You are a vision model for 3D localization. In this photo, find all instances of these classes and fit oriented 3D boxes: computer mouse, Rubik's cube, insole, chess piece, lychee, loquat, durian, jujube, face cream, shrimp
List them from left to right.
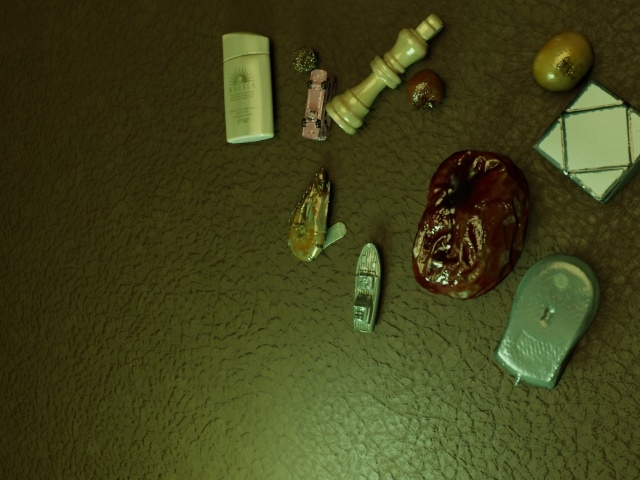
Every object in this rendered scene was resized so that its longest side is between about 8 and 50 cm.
[{"bbox_3d":[-0.229,-0.491,2.063,0.173,0.081,0.349,-3,89,27],"label":"face cream"},{"bbox_3d":[-0.050,-0.547,1.970,0.080,0.091,0.080,18,117,41],"label":"durian"},{"bbox_3d":[-0.030,-0.082,1.976,0.154,0.062,0.294,20,97,38],"label":"shrimp"},{"bbox_3d":[0.000,0.000,1.991,0.188,0.004,0.064,-29,78,24],"label":"insole"},{"bbox_3d":[0.186,-0.480,1.839,0.397,0.117,0.117,-44,72,18],"label":"chess piece"},{"bbox_3d":[0.280,-0.405,1.785,0.101,0.114,0.140,9,76,56],"label":"lychee"},{"bbox_3d":[0.380,-0.036,1.658,0.276,0.276,0.377,12,92,27],"label":"jujube"},{"bbox_3d":[0.571,0.204,1.636,0.188,0.122,0.371,29,110,28],"label":"computer mouse"},{"bbox_3d":[0.599,-0.439,1.607,0.137,0.163,0.163,23,101,4],"label":"loquat"},{"bbox_3d":[0.659,-0.226,1.541,0.205,0.207,0.205,45,108,19],"label":"Rubik's cube"}]

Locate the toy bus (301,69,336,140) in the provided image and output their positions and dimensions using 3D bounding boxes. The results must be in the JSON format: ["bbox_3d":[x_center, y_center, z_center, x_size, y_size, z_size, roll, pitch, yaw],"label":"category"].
[{"bbox_3d":[-0.003,-0.401,1.944,0.063,0.090,0.203,11,94,27],"label":"toy bus"}]

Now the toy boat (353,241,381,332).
[{"bbox_3d":[0.134,0.135,1.878,0.078,0.085,0.261,7,93,28],"label":"toy boat"}]
